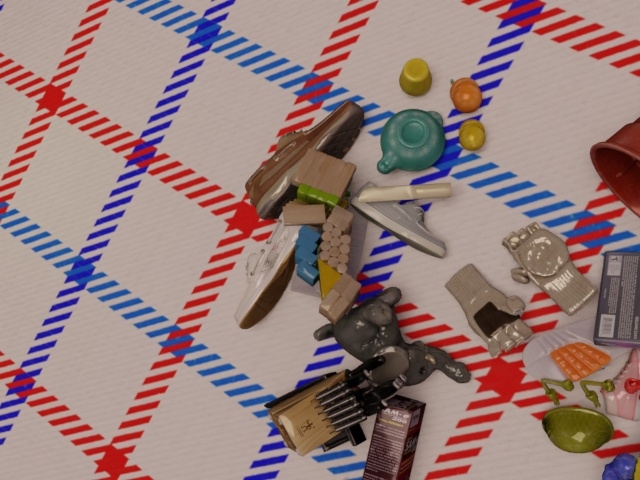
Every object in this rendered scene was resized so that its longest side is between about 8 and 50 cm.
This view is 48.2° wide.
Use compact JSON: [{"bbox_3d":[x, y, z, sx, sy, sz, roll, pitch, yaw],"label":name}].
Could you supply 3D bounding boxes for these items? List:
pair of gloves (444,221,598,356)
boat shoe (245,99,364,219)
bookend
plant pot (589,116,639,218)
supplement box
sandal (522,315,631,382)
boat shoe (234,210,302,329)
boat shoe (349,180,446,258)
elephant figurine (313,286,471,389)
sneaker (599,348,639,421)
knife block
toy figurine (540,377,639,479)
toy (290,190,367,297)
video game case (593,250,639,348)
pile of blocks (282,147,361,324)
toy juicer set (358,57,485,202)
[{"bbox_3d":[0.377,0.088,1.373,0.240,0.042,0.204,-36,56,13],"label":"pair of gloves"},{"bbox_3d":[-0.045,-0.189,1.550,0.324,0.123,0.116,-44,69,9],"label":"boat shoe"},{"bbox_3d":[-0.012,0.380,1.501,0.157,0.072,0.156,-28,76,16],"label":"bookend"},{"bbox_3d":[0.658,-0.162,1.217,0.265,0.272,0.272,-45,71,2],"label":"plant pot"},{"bbox_3d":[0.138,0.435,1.408,0.073,0.130,0.240,12,90,21],"label":"supplement box"},{"bbox_3d":[0.508,0.194,1.321,0.265,0.076,0.102,-25,65,9],"label":"sandal"},{"bbox_3d":[-0.118,0.061,1.566,0.096,0.098,0.277,31,87,21],"label":"boat shoe"},{"bbox_3d":[0.171,-0.048,1.471,0.227,0.079,0.081,33,85,15],"label":"boat shoe"},{"bbox_3d":[0.146,0.229,1.425,0.186,0.169,0.239,-29,91,45],"label":"elephant figurine"},{"bbox_3d":[0.552,0.260,1.311,0.070,0.051,0.134,6,91,16],"label":"sneaker"},{"bbox_3d":[0.032,0.310,1.382,0.242,0.276,0.088,-29,86,-15],"label":"knife block"},{"bbox_3d":[0.536,0.371,1.183,0.362,0.191,0.217,-2,41,27],"label":"toy figurine"},{"bbox_3d":[0.020,0.006,1.524,0.136,0.056,0.237,14,83,-14],"label":"toy"},{"bbox_3d":[0.629,0.105,1.239,0.274,0.026,0.196,2,53,29],"label":"video game case"},{"bbox_3d":[0.000,0.000,1.422,0.148,0.113,0.362,0,65,-2],"label":"pile of blocks"},{"bbox_3d":[0.225,-0.198,1.471,0.209,0.089,0.329,17,82,9],"label":"toy juicer set"}]
